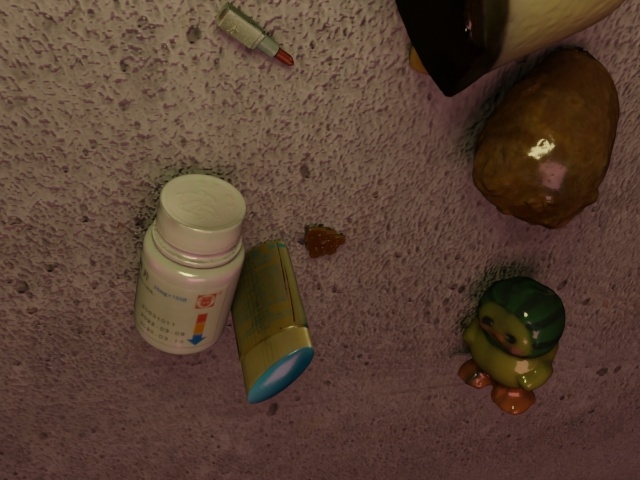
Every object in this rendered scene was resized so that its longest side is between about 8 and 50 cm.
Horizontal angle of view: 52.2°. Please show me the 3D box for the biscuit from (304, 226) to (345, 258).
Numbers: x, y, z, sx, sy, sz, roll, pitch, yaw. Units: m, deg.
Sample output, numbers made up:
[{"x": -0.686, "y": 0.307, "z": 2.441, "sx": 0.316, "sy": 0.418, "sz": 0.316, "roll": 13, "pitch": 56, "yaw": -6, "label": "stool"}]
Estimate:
[{"x": 0.000, "y": 0.000, "z": 1.235, "sx": 0.082, "sy": 0.016, "sz": 0.092, "roll": -31, "pitch": 134, "yaw": 19, "label": "biscuit"}]

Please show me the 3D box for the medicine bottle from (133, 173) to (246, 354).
[{"x": -0.218, "y": 0.045, "z": 1.098, "sx": 0.170, "sy": 0.170, "sz": 0.293, "roll": 3, "pitch": 133, "yaw": -21, "label": "medicine bottle"}]

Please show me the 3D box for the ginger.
[{"x": 0.373, "y": -0.156, "z": 1.064, "sx": 0.200, "sy": 0.223, "sz": 0.269, "roll": 21, "pitch": 129, "yaw": -23, "label": "ginger"}]

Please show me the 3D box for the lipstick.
[{"x": -0.086, "y": -0.282, "z": 0.920, "sx": 0.129, "sy": 0.030, "sz": 0.030, "roll": 28, "pitch": 119, "yaw": -36, "label": "lipstick"}]

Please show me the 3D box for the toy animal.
[{"x": 0.443, "y": 0.218, "z": 1.475, "sx": 0.191, "sy": 0.216, "sz": 0.338, "roll": -29, "pitch": 139, "yaw": -29, "label": "toy animal"}]

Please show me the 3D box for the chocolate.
[{"x": 0.219, "y": -0.371, "z": 0.734, "sx": 0.296, "sy": 0.314, "sz": 0.326, "roll": -22, "pitch": 172, "yaw": 5, "label": "chocolate"}]

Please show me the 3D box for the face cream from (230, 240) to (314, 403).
[{"x": -0.092, "y": 0.133, "z": 1.143, "sx": 0.139, "sy": 0.285, "sz": 0.067, "roll": -32, "pitch": 134, "yaw": 15, "label": "face cream"}]

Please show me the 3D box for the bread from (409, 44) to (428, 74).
[{"x": 0.181, "y": -0.296, "z": 0.974, "sx": 0.082, "sy": 0.056, "sz": 0.115, "roll": 2, "pitch": 132, "yaw": -21, "label": "bread"}]
